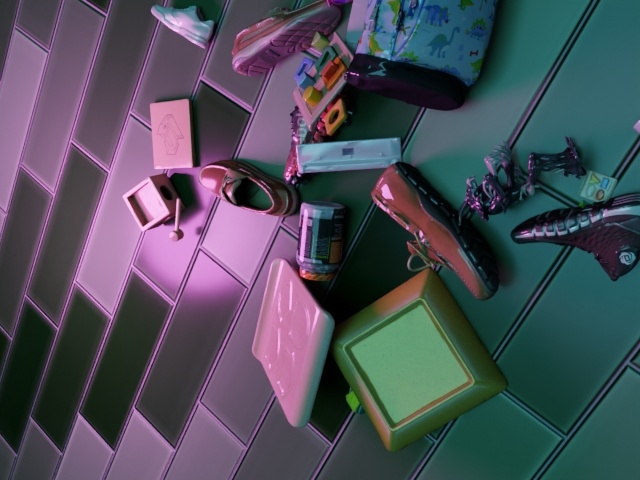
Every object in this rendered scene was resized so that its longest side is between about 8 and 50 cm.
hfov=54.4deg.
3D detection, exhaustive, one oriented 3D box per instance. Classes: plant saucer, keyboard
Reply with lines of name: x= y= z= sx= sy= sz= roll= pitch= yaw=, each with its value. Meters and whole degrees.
plant saucer: x=0.208 y=0.286 z=1.463 sx=0.332 sy=0.081 sz=0.333 roll=-34 pitch=78 yaw=12
keyboard: x=0.069 y=-0.207 z=1.519 sx=0.255 sy=0.014 sz=0.072 roll=-3 pitch=104 yaw=9

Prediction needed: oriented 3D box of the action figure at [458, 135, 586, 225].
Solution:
action figure: x=0.396 y=-0.137 z=1.306 sx=0.275 sy=0.164 sz=0.141 roll=-24 pitch=103 yaw=23

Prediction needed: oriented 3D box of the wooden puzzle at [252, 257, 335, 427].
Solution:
wooden puzzle: x=-0.064 y=0.254 z=1.625 sx=0.348 sy=0.080 sz=0.323 roll=43 pitch=124 yaw=56

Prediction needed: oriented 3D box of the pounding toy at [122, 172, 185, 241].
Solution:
pounding toy: x=-0.464 y=-0.095 z=1.890 sx=0.181 sy=0.094 sz=0.206 roll=-30 pitch=90 yaw=26

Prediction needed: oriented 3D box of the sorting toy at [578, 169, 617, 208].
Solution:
sorting toy: x=0.566 y=-0.097 z=1.285 sx=0.062 sy=0.012 sz=0.083 roll=25 pitch=109 yaw=27

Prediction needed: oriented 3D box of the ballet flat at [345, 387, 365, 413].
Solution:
ballet flat: x=0.130 y=0.342 z=1.587 sx=0.077 sy=0.077 sz=0.231 roll=46 pitch=120 yaw=33

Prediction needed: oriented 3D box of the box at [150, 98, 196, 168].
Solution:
box: x=-0.447 y=-0.318 z=1.884 sx=0.164 sy=0.021 sz=0.202 roll=2 pitch=98 yaw=32

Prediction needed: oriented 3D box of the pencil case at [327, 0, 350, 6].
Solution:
pencil case: x=0.024 y=-0.678 z=1.480 sx=0.104 sy=0.104 sz=0.237 roll=-28 pitch=73 yaw=32

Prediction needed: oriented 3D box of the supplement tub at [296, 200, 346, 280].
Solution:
supplement tub: x=0.000 y=0.000 z=1.592 sx=0.116 sy=0.117 sz=0.191 roll=13 pitch=103 yaw=30

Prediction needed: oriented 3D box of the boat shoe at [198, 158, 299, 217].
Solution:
boat shoe: x=-0.213 y=-0.147 z=1.702 sx=0.323 sy=0.119 sz=0.123 roll=17 pitch=105 yaw=29

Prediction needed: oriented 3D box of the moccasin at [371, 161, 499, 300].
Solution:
moccasin: x=0.253 y=-0.009 z=1.419 sx=0.380 sy=0.139 sz=0.147 roll=48 pitch=119 yaw=18

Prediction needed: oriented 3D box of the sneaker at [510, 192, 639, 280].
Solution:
sneaker: x=0.538 y=0.015 z=1.270 sx=0.281 sy=0.106 sz=0.163 roll=-14 pitch=103 yaw=42

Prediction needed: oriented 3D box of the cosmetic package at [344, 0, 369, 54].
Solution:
cosmetic package: x=0.138 y=-0.495 z=1.448 sx=0.127 sy=0.107 sz=0.238 roll=22 pitch=105 yaw=28

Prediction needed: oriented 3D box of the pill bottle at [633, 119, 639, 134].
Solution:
pill bottle: x=0.675 y=-0.171 z=1.151 sx=0.108 sy=0.108 sz=0.180 roll=-45 pitch=72 yaw=28

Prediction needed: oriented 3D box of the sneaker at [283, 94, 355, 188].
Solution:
sneaker: x=-0.029 y=-0.268 z=1.585 sx=0.135 sy=0.097 sz=0.276 roll=40 pitch=113 yaw=21

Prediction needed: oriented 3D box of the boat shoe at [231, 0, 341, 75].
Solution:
boat shoe: x=-0.100 y=-0.538 z=1.581 sx=0.324 sy=0.123 sz=0.117 roll=-19 pitch=73 yaw=25

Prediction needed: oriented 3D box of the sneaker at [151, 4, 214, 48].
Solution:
sneaker: x=-0.387 y=-0.635 z=1.781 sx=0.212 sy=0.080 sz=0.094 roll=34 pitch=102 yaw=16

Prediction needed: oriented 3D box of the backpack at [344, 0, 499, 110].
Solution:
backpack: x=0.234 y=-0.480 z=1.292 sx=0.273 sy=0.289 sz=0.356 roll=6 pitch=86 yaw=59

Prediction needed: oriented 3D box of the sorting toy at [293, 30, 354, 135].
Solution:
sorting toy: x=-0.002 y=-0.376 z=1.447 sx=0.196 sy=0.047 sz=0.348 roll=-53 pitch=34 yaw=24
